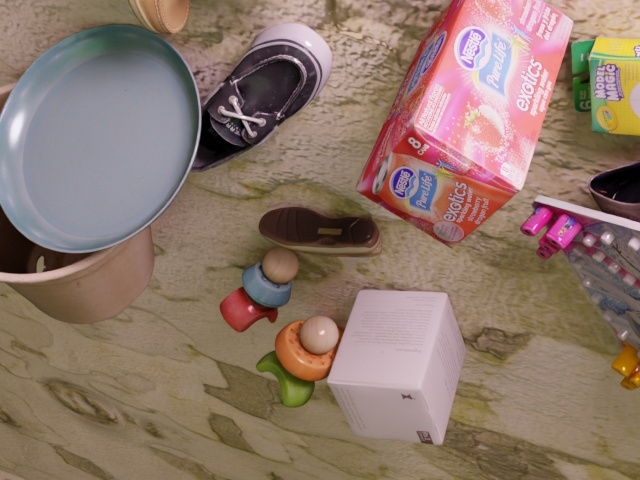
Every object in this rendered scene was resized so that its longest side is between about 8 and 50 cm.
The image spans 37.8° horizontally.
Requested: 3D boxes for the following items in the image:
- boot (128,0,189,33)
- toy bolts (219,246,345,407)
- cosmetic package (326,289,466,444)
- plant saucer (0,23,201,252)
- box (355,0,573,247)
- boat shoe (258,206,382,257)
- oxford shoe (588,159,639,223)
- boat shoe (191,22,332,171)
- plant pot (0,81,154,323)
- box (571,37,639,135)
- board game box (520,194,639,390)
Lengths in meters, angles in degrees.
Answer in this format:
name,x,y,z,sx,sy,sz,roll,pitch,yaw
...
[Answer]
name,x,y,z,sx,sy,sz,roll,pitch,yaw
boot,-0.112,-0.318,1.043,0.204,0.095,0.262,19,140,9
toy bolts,-0.027,0.115,1.513,0.228,0.218,0.158,49,129,18
cosmetic package,0.123,0.193,1.448,0.152,0.183,0.151,1,136,26
plant saucer,-0.294,-0.133,1.245,0.318,0.317,0.044,11,170,22
box,0.149,-0.140,0.950,0.123,0.256,0.128,31,145,-9
boat shoe,0.000,0.000,1.399,0.190,0.068,0.072,11,153,22
oxford shoe,0.414,-0.056,0.996,0.098,0.096,0.271,31,152,-33
boat shoe,-0.097,-0.171,1.208,0.108,0.102,0.301,41,143,-19
plant pot,-0.392,-0.025,1.437,0.334,0.333,0.305,20,155,11
box,0.352,-0.158,0.981,0.179,0.043,0.105,9,141,26
board game box,0.457,0.128,1.109,0.390,0.050,0.390,25,160,53
